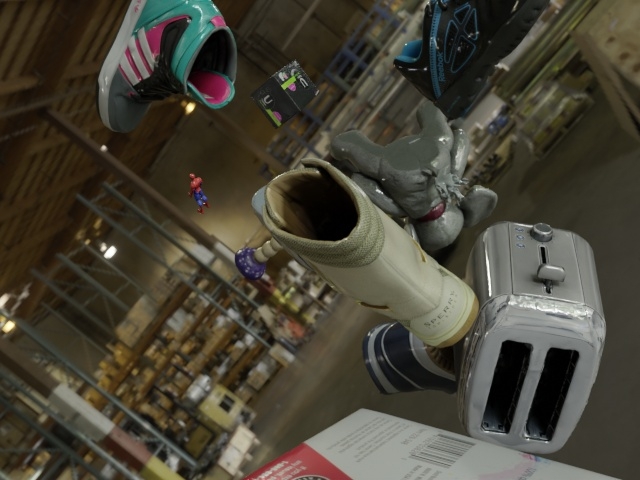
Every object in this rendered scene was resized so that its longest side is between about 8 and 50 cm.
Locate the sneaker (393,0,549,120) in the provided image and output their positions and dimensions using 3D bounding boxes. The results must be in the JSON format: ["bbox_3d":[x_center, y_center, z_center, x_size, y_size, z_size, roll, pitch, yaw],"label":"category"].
[{"bbox_3d":[0.209,-0.304,0.943,0.125,0.139,0.341,-53,-2,-37],"label":"sneaker"}]

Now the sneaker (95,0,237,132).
[{"bbox_3d":[-0.221,-0.242,1.064,0.123,0.178,0.296,-28,-22,-51],"label":"sneaker"}]

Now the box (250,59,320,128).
[{"bbox_3d":[-0.049,-0.208,1.002,0.052,0.062,0.083,-32,14,32],"label":"box"}]

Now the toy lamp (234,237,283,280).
[{"bbox_3d":[-0.048,-0.016,1.311,0.274,0.080,0.080,-37,9,35],"label":"toy lamp"}]

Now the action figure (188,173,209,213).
[{"bbox_3d":[-0.287,-0.113,1.644,0.038,0.030,0.115,-47,-28,-28],"label":"action figure"}]

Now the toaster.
[{"bbox_3d":[0.197,0.104,0.698,0.146,0.129,0.227,-69,-12,-59],"label":"toaster"}]

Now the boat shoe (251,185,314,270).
[{"bbox_3d":[0.000,0.000,0.930,0.083,0.226,0.076,-38,-39,-14],"label":"boat shoe"}]

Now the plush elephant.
[{"bbox_3d":[0.215,-0.095,1.486,0.271,0.330,0.256,-24,-47,-8],"label":"plush elephant"}]

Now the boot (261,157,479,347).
[{"bbox_3d":[0.012,-0.006,0.570,0.077,0.165,0.213,-54,39,-2],"label":"boot"}]

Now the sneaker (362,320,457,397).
[{"bbox_3d":[0.180,0.172,0.901,0.153,0.282,0.099,-21,45,49],"label":"sneaker"}]

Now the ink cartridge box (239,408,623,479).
[{"bbox_3d":[0.106,0.229,0.458,0.226,0.306,0.131,-4,-78,-59],"label":"ink cartridge box"}]
